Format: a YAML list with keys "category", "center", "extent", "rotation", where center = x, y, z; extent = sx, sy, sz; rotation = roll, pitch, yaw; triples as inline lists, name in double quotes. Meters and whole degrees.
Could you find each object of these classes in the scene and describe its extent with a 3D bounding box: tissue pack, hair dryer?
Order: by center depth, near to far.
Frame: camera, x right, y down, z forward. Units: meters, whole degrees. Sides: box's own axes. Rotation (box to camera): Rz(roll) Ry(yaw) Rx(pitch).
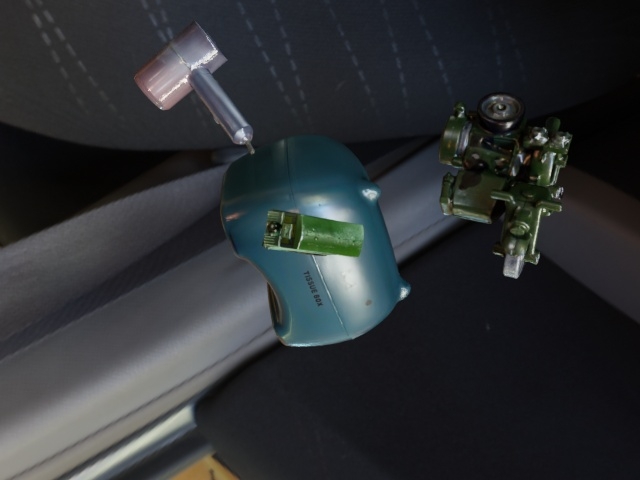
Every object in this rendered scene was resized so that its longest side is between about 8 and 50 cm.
- category: "hair dryer"
  center: [-0.082, -0.100, 0.477]
  extent: [0.114, 0.063, 0.037]
  rotation: [52, -174, 20]
- category: "tissue pack"
  center: [0.000, 0.000, 0.926]
  extent: [0.198, 0.206, 0.288]
  rotation: [-98, -9, -54]

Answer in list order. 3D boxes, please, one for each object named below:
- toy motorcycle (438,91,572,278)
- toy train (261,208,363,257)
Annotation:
- category: "toy motorcycle"
  center: [0.262, -0.093, 0.986]
  extent: [0.205, 0.275, 0.127]
  rotation: [14, 155, 20]
- category: "toy train"
  center: [-0.006, -0.004, 0.618]
  extent: [0.056, 0.093, 0.038]
  rotation: [9, 90, 50]
